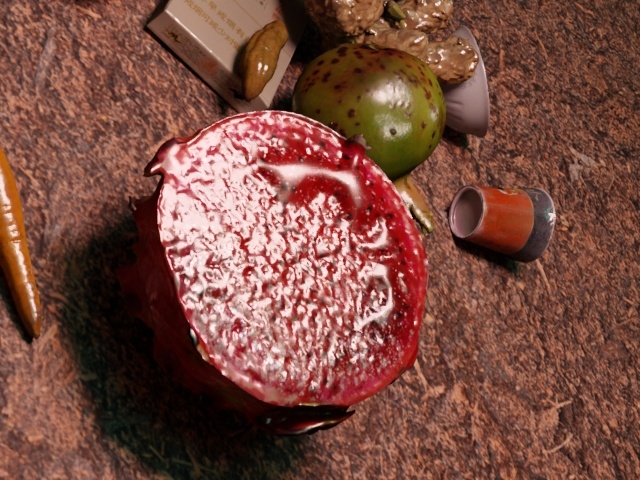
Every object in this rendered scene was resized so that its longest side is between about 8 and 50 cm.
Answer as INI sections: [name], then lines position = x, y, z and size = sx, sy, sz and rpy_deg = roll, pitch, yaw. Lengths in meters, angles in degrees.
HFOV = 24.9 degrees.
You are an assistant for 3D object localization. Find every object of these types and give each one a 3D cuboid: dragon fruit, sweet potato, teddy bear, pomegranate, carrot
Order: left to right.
[carrot]
position = -0.347, -0.013, 1.598
size = 0.061, 0.061, 0.257
rpy_deg = -10, 72, -51
[dragon fruit]
position = -0.075, 0.045, 1.705
size = 0.386, 0.249, 0.371
rpy_deg = 40, 53, -13
[sweet potato]
position = -0.078, -0.268, 2.026
size = 0.054, 0.053, 0.182
rpy_deg = 38, 39, -15
[pomegranate]
position = 0.067, -0.139, 2.053
size = 0.231, 0.231, 0.286
rpy_deg = 6, 78, -46
[teddy bear]
position = 0.101, -0.356, 2.197
size = 0.296, 0.222, 0.246
rpy_deg = -12, 56, -20

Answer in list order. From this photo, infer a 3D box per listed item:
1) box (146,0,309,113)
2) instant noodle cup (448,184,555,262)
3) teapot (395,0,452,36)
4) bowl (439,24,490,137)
[box]
position = -0.115, -0.351, 2.138
size = 0.204, 0.051, 0.365
rpy_deg = 42, 38, -18
[instant noodle cup]
position = 0.280, -0.035, 2.279
size = 0.135, 0.127, 0.127
rpy_deg = 11, 53, -32
[teapot]
position = 0.162, -0.362, 2.448
size = 0.107, 0.077, 0.200
rpy_deg = 65, 32, -18
[bowl]
position = 0.211, -0.254, 2.372
size = 0.086, 0.189, 0.189
rpy_deg = -12, 64, -8
